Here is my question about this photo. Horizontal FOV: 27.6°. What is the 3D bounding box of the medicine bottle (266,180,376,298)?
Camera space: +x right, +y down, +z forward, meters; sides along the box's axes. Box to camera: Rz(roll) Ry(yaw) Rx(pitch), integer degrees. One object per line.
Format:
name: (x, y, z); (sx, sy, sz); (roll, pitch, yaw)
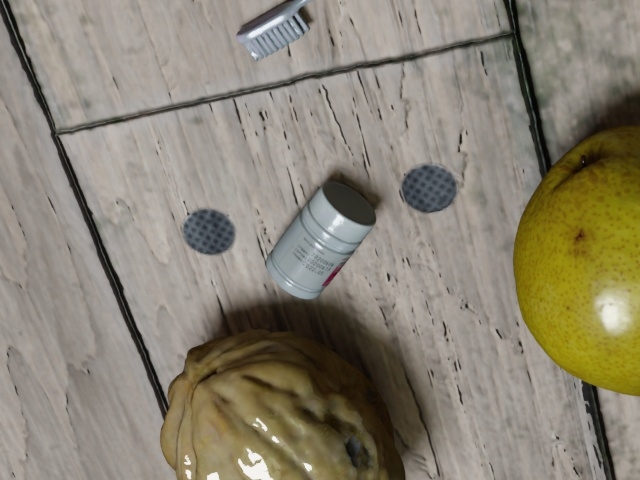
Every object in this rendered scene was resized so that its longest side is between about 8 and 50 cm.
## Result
medicine bottle: (0.000, 0.000, 1.116); (0.058, 0.058, 0.091); (31, 119, -12)

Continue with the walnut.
walnut: (-0.030, 0.188, 1.152); (0.198, 0.198, 0.245); (-28, 119, 20)

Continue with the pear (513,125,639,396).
pear: (0.249, 0.011, 1.014); (0.209, 0.209, 0.209); (2, 121, 4)

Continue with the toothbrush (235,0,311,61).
toothbrush: (0.086, -0.230, 0.992); (0.354, 0.024, 0.029); (-27, 120, 20)
